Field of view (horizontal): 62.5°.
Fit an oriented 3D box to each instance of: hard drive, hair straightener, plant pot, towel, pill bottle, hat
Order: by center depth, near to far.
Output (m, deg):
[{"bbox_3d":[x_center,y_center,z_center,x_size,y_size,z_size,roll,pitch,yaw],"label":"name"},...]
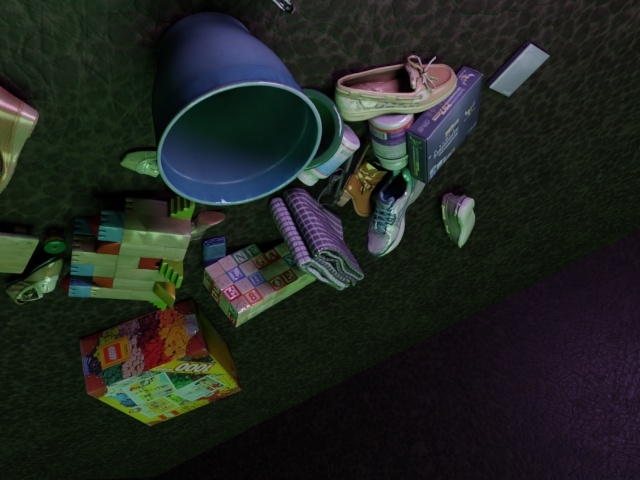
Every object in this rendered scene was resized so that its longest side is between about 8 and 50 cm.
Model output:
[{"bbox_3d":[-0.168,-0.243,0.916,0.272,0.255,0.271,-17,149,-11],"label":"plant pot"},{"bbox_3d":[-0.061,-0.236,1.214,0.208,0.173,0.183,-27,-173,-5],"label":"hat"},{"bbox_3d":[0.011,-0.206,1.268,0.160,0.087,0.087,-41,146,28],"label":"pill bottle"},{"bbox_3d":[0.174,-0.258,1.278,0.108,0.108,0.193,-23,151,-1],"label":"pill bottle"},{"bbox_3d":[0.491,-0.426,1.313,0.094,0.022,0.135,6,140,-40],"label":"hard drive"},{"bbox_3d":[0.040,-0.171,1.357,0.089,0.047,0.230,1,134,-35],"label":"hair straightener"},{"bbox_3d":[0.000,0.000,1.450,0.121,0.235,0.284,-37,148,11],"label":"towel"},{"bbox_3d":[-0.302,0.035,1.498,0.067,0.029,0.119,-12,149,-20],"label":"towel"}]

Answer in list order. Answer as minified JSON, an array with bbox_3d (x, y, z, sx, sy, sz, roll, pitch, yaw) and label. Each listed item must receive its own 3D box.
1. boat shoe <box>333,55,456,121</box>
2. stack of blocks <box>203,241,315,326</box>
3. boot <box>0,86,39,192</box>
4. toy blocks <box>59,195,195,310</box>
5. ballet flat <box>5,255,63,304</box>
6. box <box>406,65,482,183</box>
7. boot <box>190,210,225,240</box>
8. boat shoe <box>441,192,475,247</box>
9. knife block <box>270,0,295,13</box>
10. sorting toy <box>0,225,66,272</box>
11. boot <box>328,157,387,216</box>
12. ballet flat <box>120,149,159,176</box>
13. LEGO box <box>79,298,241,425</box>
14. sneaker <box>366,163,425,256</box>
[{"bbox_3d":[0.168,-0.336,1.151,0.285,0.104,0.089,-18,153,-8],"label":"boat shoe"},{"bbox_3d":[-0.170,0.100,1.548,0.297,0.171,0.087,-28,156,-30],"label":"stack of blocks"},{"bbox_3d":[-0.624,-0.186,0.896,0.207,0.090,0.248,21,131,-35],"label":"boot"},{"bbox_3d":[-0.468,0.025,1.252,0.261,0.190,0.381,7,140,-24],"label":"toy blocks"},{"bbox_3d":[-0.677,0.101,1.270,0.206,0.067,0.073,-25,-176,30],"label":"ballet flat"},{"bbox_3d":[0.304,-0.277,1.288,0.232,0.059,0.183,-49,153,-15],"label":"box"},{"bbox_3d":[-0.311,-0.034,1.376,0.118,0.042,0.087,-10,154,-20],"label":"boot"},{"bbox_3d":[0.465,-0.070,1.801,0.109,0.091,0.305,-58,155,-14],"label":"boat shoe"},{"bbox_3d":[-0.117,-0.472,0.779,0.088,0.242,0.275,-37,103,21],"label":"knife block"},{"bbox_3d":[-0.719,0.013,1.155,0.275,0.046,0.132,8,138,-43],"label":"sorting toy"},{"bbox_3d":[0.132,-0.147,1.468,0.152,0.073,0.197,-46,148,24],"label":"boot"},{"bbox_3d":[-0.338,-0.162,1.131,0.168,0.052,0.057,-6,146,-27],"label":"ballet flat"},{"bbox_3d":[-0.526,0.439,1.826,0.373,0.193,0.500,-21,150,-5],"label":"LEGO box"},{"bbox_3d":[0.186,-0.089,1.478,0.122,0.110,0.283,4,110,-59],"label":"sneaker"}]
